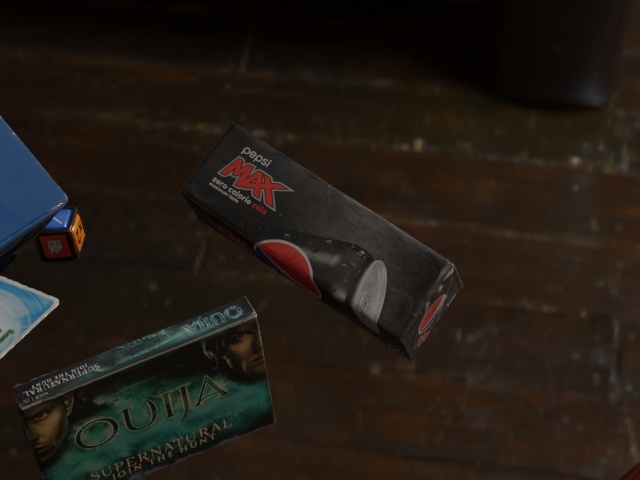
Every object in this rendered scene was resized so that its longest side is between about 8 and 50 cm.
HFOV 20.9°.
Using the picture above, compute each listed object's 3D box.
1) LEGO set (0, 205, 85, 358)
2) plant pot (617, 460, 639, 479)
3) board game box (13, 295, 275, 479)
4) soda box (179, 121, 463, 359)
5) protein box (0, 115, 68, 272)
[{"bbox_3d":[-0.226,0.057,0.847,0.182,0.060,0.244,19,48,31],"label":"LEGO set"},{"bbox_3d":[0.233,0.266,0.804,0.272,0.272,0.265,11,34,11],"label":"plant pot"},{"bbox_3d":[-0.129,0.124,1.300,0.186,0.126,0.026,-22,46,-14],"label":"board game box"},{"bbox_3d":[0.000,0.000,1.050,0.169,0.053,0.060,33,80,18],"label":"soda box"},{"bbox_3d":[-0.228,-0.016,0.513,0.201,0.136,0.200,50,46,0],"label":"protein box"}]
